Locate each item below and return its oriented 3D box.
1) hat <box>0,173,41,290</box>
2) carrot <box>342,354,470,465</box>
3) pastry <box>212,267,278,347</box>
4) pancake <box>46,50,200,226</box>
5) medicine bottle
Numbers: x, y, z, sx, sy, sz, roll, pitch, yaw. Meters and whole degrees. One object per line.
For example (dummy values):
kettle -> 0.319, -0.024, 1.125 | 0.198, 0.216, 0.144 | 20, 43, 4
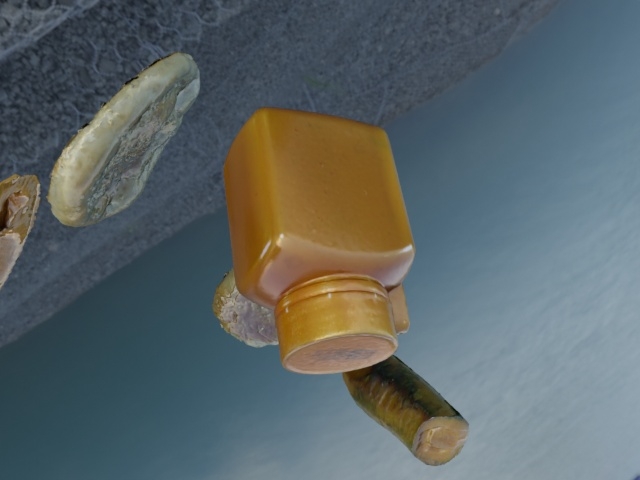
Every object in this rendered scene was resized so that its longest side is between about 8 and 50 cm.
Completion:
hat -> -0.482, -0.022, 0.765 | 0.244, 0.233, 0.233 | -62, 179, -4
carrot -> 0.096, 0.194, 0.845 | 0.082, 0.173, 0.082 | -16, 121, -27
pastry -> -0.100, 0.103, 1.128 | 0.153, 0.081, 0.153 | 3, 125, 5
pancake -> -0.337, -0.174, 1.256 | 0.387, 0.082, 0.387 | -53, -178, 3
medicine bottle -> 0.000, 0.000, 0.638 | 0.149, 0.222, 0.112 | 5, 150, -26
